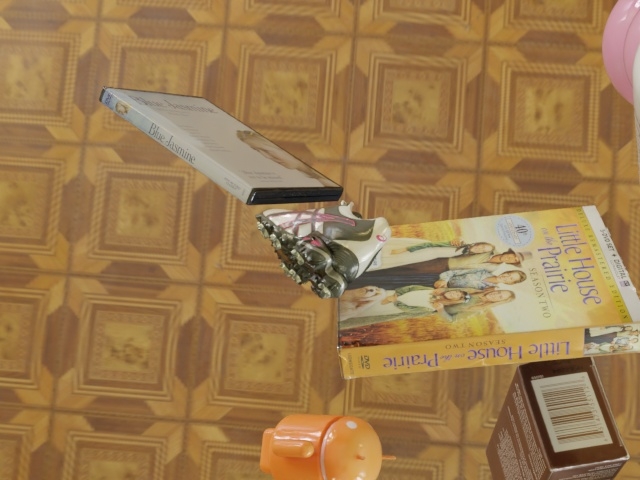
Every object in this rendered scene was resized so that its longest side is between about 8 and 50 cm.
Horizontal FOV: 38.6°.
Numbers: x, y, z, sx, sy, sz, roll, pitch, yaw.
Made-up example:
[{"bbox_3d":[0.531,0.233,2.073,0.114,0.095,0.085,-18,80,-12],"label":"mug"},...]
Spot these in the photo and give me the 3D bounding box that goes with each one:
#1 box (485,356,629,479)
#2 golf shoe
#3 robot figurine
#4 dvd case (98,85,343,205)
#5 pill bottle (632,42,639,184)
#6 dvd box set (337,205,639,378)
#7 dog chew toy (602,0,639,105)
[{"bbox_3d":[0.400,0.376,1.598,0.143,0.381,0.191,-7,56,-6],"label":"box"},{"bbox_3d":[0.000,0.000,1.257,0.120,0.273,0.105,-35,115,-13],"label":"golf shoe"},{"bbox_3d":[0.007,0.341,1.455,0.219,0.128,0.158,-6,122,37],"label":"robot figurine"},{"bbox_3d":[-0.114,-0.113,1.073,0.253,0.180,0.022,34,112,27],"label":"dvd case"},{"bbox_3d":[0.271,-0.091,0.591,0.131,0.229,0.131,-10,57,16],"label":"pill bottle"},{"bbox_3d":[0.233,0.068,1.357,0.420,0.308,0.062,-5,123,5],"label":"dvd box set"},{"bbox_3d":[0.485,-0.249,1.188,0.206,0.332,0.207,3,108,8],"label":"dog chew toy"}]
